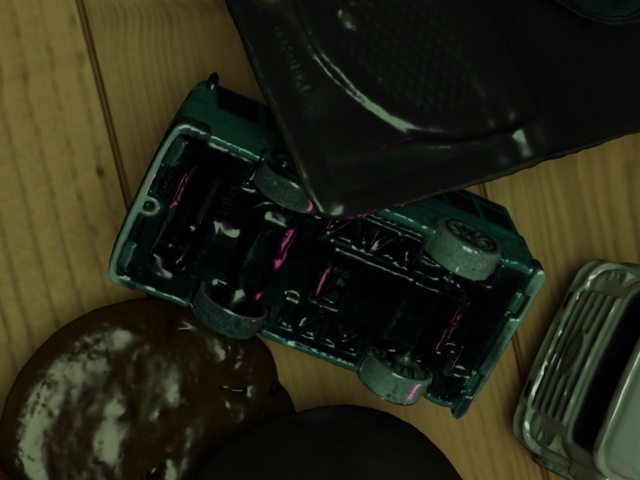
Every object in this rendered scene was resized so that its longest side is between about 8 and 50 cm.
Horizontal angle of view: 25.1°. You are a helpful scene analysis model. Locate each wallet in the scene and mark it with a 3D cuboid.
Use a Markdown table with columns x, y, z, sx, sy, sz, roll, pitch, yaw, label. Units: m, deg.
| x | y | z | sx | sy | sz | roll | pitch | yaw | label |
| --- | --- | --- | --- | --- | --- | --- | --- | --- | --- |
| 0.085 | -0.158 | 0.932 | 0.323 | 0.041 | 0.247 | -17 | 79 | -32 | wallet |

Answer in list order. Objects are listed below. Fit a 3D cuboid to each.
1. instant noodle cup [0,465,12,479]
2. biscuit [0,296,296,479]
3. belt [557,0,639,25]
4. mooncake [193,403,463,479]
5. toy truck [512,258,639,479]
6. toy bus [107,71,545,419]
| x | y | z | sx | sy | sz | roll | pitch | yaw | label |
| --- | --- | --- | --- | --- | --- | --- | --- | --- | --- |
| -0.298 | 0.149 | 0.834 | 0.244 | 0.244 | 0.255 | -45 | 98 | -7 | instant noodle cup |
| -0.111 | 0.139 | 0.958 | 0.212 | 0.036 | 0.212 | 0 | 90 | -27 | biscuit |
| 0.181 | -0.271 | 0.941 | 0.206 | 0.116 | 0.268 | -7 | 76 | -36 | belt |
| 0.006 | 0.234 | 0.940 | 0.245 | 0.133 | 0.245 | -9 | 112 | -23 | mooncake |
| 0.345 | 0.156 | 0.994 | 0.387 | 0.207 | 0.173 | 24 | 87 | -12 | toy truck |
| 0.000 | 0.000 | 0.939 | 0.256 | 0.147 | 0.128 | 22 | 110 | -13 | toy bus |
